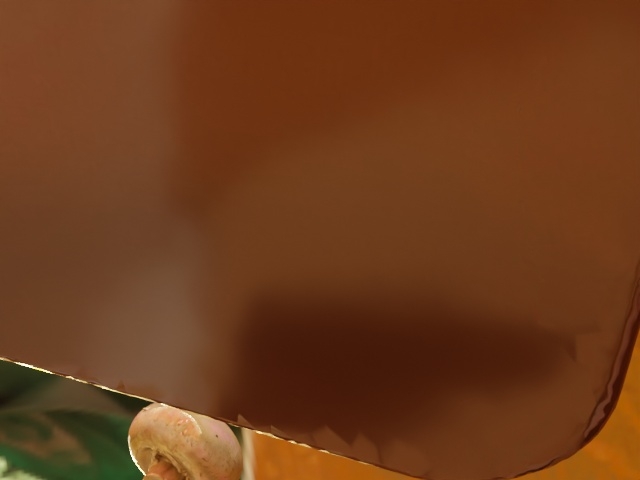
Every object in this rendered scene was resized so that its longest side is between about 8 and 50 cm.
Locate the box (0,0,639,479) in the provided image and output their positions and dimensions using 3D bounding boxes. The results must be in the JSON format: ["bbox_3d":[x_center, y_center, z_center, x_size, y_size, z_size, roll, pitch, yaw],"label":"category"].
[{"bbox_3d":[-0.045,-0.118,0.495,0.339,0.229,0.239,15,126,10],"label":"box"}]

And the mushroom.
[{"bbox_3d":[-0.094,0.147,1.138,0.084,0.067,0.083,24,140,22],"label":"mushroom"}]
